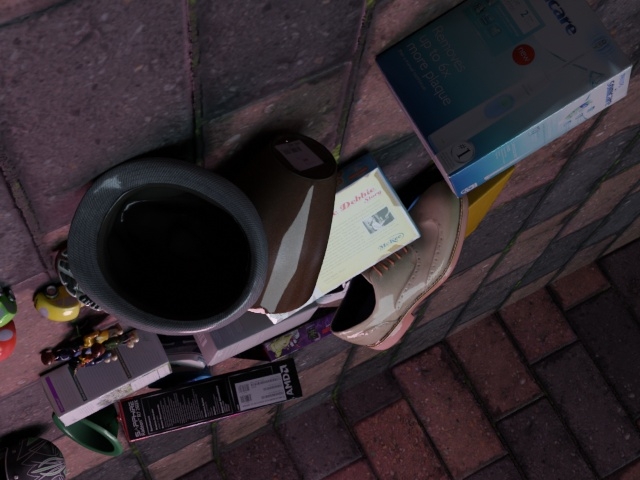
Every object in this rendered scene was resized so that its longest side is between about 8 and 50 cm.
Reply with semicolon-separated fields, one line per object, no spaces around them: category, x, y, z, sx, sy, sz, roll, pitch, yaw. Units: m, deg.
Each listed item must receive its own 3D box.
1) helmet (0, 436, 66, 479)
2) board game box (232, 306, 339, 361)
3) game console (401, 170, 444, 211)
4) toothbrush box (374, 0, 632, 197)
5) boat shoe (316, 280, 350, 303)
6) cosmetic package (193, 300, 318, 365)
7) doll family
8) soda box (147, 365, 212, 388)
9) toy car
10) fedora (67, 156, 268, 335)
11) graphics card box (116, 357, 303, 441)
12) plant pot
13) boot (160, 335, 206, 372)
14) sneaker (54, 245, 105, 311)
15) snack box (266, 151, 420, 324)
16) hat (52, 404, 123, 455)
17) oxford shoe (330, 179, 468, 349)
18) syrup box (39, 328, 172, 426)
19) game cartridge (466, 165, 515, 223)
helmet;-0.639;0.508;2.246;0.161;0.170;0.169;-21;170;32
board game box;-0.080;0.205;2.283;0.208;0.056;0.347;-27;-175;-20
game console;0.177;-0.042;2.209;0.213;0.044;0.361;-22;161;-25
toothbrush box;0.263;-0.237;1.484;0.295;0.216;0.126;-30;164;5
boat shoe;0.059;0.094;2.358;0.184;0.066;0.063;-15;165;11
cosmetic package;-0.139;0.141;2.070;0.238;0.127;0.107;-20;162;-26
doll family;-0.423;0.197;1.853;0.111;0.076;0.193;-17;163;-50
soda box;-0.321;0.284;2.274;0.067;0.071;0.210;-31;164;10
toy car;-0.474;0.119;1.570;0.239;0.053;0.225;-31;164;2
fedora;-0.208;0.004;1.450;0.124;0.275;0.244;-114;-137;-79
graphics card box;-0.235;0.336;2.170;0.370;0.094;0.233;-14;173;-12
plant pot;-0.068;-0.044;1.569;0.215;0.215;0.230;-15;143;-41
boot;-0.313;0.225;2.127;0.189;0.086;0.069;-4;145;22
sneaker;-0.299;0.053;1.599;0.279;0.118;0.107;11;95;-44
snack box;0.000;0.000;1.847;0.322;0.060;0.187;-31;128;6
hat;-0.477;0.365;2.302;0.208;0.172;0.184;99;15;-58
oxford shoe;0.158;0.050;2.047;0.146;0.140;0.397;12;111;-44
syrup box;-0.417;0.263;2.010;0.236;0.096;0.093;-26;163;-12
game cartridge;0.288;-0.028;2.321;0.285;0.053;0.324;-39;166;-23
